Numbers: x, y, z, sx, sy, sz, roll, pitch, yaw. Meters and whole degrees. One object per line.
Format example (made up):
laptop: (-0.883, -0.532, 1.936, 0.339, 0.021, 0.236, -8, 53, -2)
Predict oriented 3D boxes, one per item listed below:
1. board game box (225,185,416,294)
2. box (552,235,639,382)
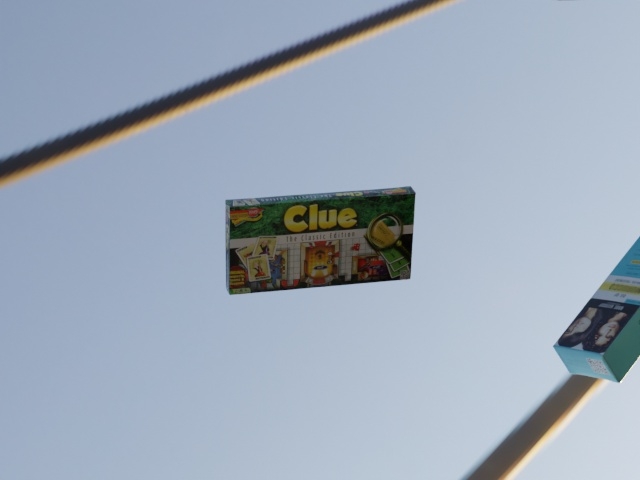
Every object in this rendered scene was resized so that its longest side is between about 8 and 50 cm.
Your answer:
board game box: (0.000, 0.000, 1.786, 0.260, 0.030, 0.136, -5, -66, -12)
box: (0.454, 0.095, 1.916, 0.244, 0.100, 0.060, -47, -62, -23)
